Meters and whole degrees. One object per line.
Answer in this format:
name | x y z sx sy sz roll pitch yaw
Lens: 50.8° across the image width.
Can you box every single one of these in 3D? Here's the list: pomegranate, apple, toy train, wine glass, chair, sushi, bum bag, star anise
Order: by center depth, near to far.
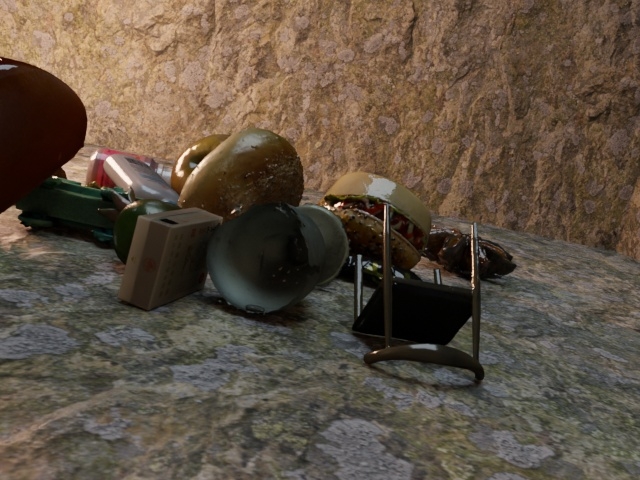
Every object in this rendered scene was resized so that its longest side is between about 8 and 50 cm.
chair | 0.152 0.108 1.073 0.188 0.166 0.272 11 52 -11
wine glass | -0.064 0.021 1.207 0.191 0.190 0.357 14 5 14
pomegranate | -0.324 -0.022 1.244 0.191 0.131 0.152 30 11 27
toy train | -0.484 -0.069 1.414 0.298 0.119 0.194 13 4 4
bum bag | 0.127 0.071 1.511 0.233 0.060 0.107 15 8 19
apple | -0.269 -0.155 1.835 0.257 0.256 0.234 16 -21 24
star anise | 0.400 0.035 1.929 0.332 0.117 0.331 18 14 -5
sushi | -0.780 -0.193 1.972 0.052 0.055 0.120 1 -2 1

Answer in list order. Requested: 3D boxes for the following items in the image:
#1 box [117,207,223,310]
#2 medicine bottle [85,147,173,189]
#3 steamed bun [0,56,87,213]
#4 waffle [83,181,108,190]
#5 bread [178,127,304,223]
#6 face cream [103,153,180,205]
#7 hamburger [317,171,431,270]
box | -0.236 0.024 1.087 0.058 0.140 0.201 19 12 13
medicine bottle | -0.520 -0.170 1.890 0.247 0.147 0.147 10 9 -12
steamed bun | -0.636 -0.199 1.227 0.235 0.248 0.379 17 49 33
waffle | -0.597 -0.127 1.779 0.085 0.078 0.016 10 51 -55
bread | -0.153 -0.084 1.417 0.159 0.305 0.306 37 19 24
face cream | -0.415 -0.109 1.668 0.163 0.080 0.337 24 12 -46
hamburger | 0.120 -0.032 1.628 0.300 0.176 0.300 24 -19 9
